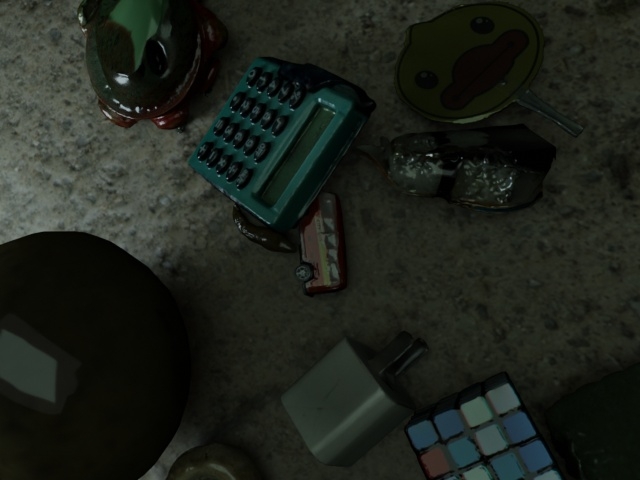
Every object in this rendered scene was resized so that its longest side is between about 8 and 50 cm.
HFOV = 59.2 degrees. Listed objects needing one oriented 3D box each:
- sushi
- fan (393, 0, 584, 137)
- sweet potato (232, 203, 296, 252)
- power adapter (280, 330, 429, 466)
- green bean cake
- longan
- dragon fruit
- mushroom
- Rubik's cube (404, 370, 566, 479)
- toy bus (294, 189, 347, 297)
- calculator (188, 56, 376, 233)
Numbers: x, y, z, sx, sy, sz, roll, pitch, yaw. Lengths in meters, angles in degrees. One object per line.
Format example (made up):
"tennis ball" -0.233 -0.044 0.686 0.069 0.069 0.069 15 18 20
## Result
"sushi" 0.190 -0.097 0.835 0.272 0.134 0.109 -4 114 5
"fan" 0.252 -0.252 0.848 0.229 0.011 0.335 -46 63 -1
"sweet potato" -0.098 -0.011 0.936 0.153 0.038 0.041 32 91 29
"power adapter" 0.067 0.209 0.812 0.205 0.130 0.125 -43 55 6
"green bean cake" 0.411 0.276 0.682 0.222 0.125 0.227 -24 43 6
"longan" -0.382 0.179 0.837 0.404 0.336 0.405 0 86 3
"dragon fruit" -0.297 -0.340 0.987 0.268 0.130 0.295 18 89 21
"mushroom" -0.167 0.394 0.864 0.166 0.127 0.166 -3 76 12
"Rubik's cube" 0.220 0.279 0.758 0.155 0.154 0.151 -27 77 10
"toy bus" 0.000 0.000 0.892 0.077 0.079 0.174 -6 80 10
"calculator" -0.077 -0.168 0.895 0.274 0.058 0.248 36 92 36
